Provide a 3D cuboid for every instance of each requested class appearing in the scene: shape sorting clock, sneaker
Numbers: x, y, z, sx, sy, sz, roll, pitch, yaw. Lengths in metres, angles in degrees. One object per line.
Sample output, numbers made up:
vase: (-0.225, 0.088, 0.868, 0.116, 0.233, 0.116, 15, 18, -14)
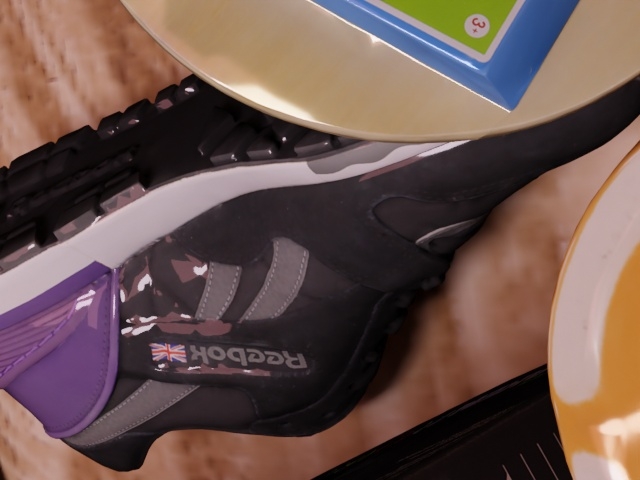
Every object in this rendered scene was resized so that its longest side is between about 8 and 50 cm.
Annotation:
shape sorting clock: (0.027, -0.126, 0.473, 0.206, 0.040, 0.206, -1, 75, 4)
sneaker: (0.000, 0.000, 0.577, 0.283, 0.107, 0.124, -19, 120, 31)

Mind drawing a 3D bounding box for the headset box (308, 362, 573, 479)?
headset box: (-0.010, 0.150, 0.488, 0.246, 0.283, 0.131, -32, 83, 39)

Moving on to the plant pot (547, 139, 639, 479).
plant pot: (0.152, 0.013, 0.388, 0.205, 0.188, 0.205, 11, 109, 34)
